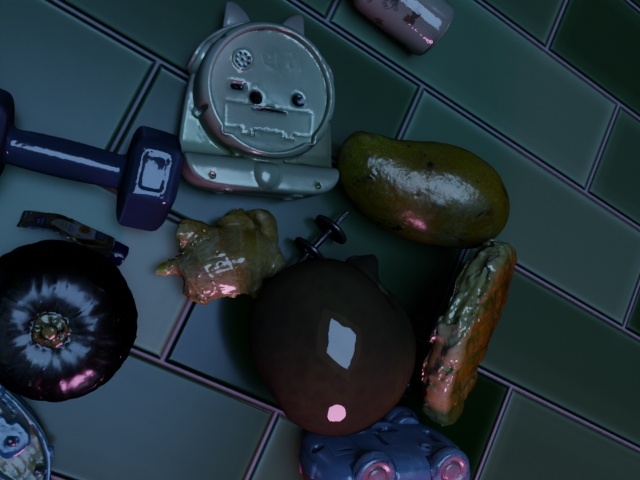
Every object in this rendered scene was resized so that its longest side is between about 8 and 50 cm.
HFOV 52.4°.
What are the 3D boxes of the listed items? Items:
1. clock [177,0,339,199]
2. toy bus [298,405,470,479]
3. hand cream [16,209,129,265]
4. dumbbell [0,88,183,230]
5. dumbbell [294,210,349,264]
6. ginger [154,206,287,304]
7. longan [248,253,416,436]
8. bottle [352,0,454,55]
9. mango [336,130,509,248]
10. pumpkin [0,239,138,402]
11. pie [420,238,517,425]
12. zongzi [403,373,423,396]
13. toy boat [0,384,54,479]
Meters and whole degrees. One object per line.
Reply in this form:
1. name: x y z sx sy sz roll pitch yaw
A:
1. clock: -0.097 -0.234 1.081 0.265 0.108 0.324 3 88 -21
2. toy bus: 0.104 0.429 1.112 0.294 0.197 0.231 3 98 -23
3. hand cream: -0.377 -0.007 0.999 0.163 0.062 0.039 25 111 -24
4. dumbbell: -0.372 -0.119 0.953 0.325 0.160 0.144 14 52 -20
5. dumbbell: 0.000 0.000 1.135 0.069 0.069 0.147 47 73 -14
6. ginger: -0.161 0.028 1.055 0.216 0.102 0.157 -13 87 -21
7. longan: 0.023 0.159 1.052 0.300 0.243 0.300 -2 93 -46
8. bottle: 0.122 -0.443 1.171 0.233 0.110 0.110 32 78 -17
9. mango: 0.182 -0.083 1.154 0.329 0.175 0.176 9 77 -20
10. pumpkin: -0.379 0.115 0.937 0.233 0.163 0.233 0 90 -19
11. pie: 0.258 0.153 1.136 0.083 0.339 0.339 20 79 23
12. zongzi: 0.160 0.266 1.208 0.083 0.073 0.067 -6 91 21
13. toy boat: -0.457 0.286 0.936 0.088 0.102 0.215 -36 102 -16
